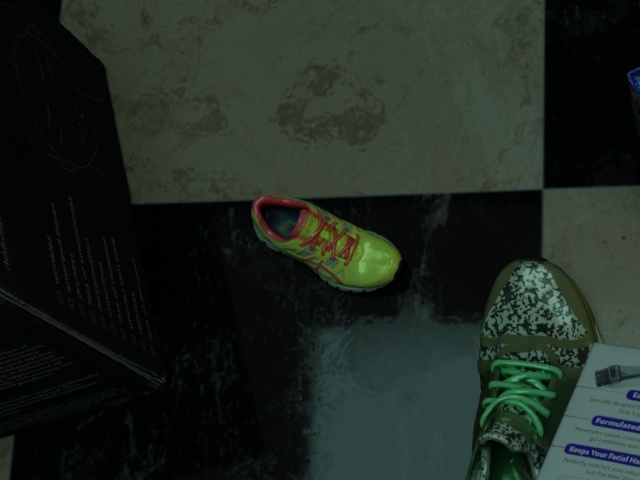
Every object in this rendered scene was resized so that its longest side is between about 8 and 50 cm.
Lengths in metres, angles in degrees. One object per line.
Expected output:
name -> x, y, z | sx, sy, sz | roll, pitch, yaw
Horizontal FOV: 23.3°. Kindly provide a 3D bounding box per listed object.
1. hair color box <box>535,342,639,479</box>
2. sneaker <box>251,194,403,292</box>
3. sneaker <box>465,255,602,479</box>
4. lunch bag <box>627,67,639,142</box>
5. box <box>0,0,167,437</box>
hair color box -> 0.320, 0.269, 1.582 | 0.185, 0.110, 0.339 | 8, 49, 28
sneaker -> 0.000, 0.000, 1.894 | 0.208, 0.094, 0.081 | 20, 77, 19
sneaker -> 0.229, 0.205, 1.716 | 0.158, 0.182, 0.410 | 0, 72, 16
lunch bag -> 0.508, -0.162, 1.737 | 0.293, 0.221, 0.138 | -28, 68, 5
box -> -0.435, -0.056, 1.827 | 0.297, 0.472, 0.480 | -17, 68, 9
